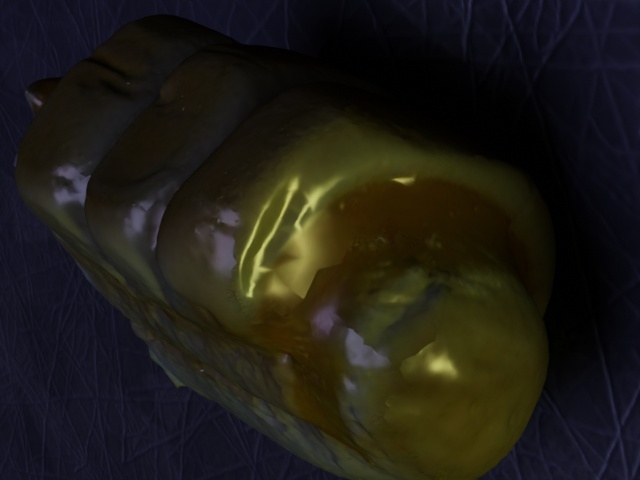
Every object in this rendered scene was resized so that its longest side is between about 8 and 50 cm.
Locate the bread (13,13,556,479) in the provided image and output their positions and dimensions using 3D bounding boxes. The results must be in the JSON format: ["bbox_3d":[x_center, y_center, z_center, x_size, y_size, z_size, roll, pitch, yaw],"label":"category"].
[{"bbox_3d":[0.000,0.000,0.872,0.341,0.210,0.300,21,157,53],"label":"bread"}]
